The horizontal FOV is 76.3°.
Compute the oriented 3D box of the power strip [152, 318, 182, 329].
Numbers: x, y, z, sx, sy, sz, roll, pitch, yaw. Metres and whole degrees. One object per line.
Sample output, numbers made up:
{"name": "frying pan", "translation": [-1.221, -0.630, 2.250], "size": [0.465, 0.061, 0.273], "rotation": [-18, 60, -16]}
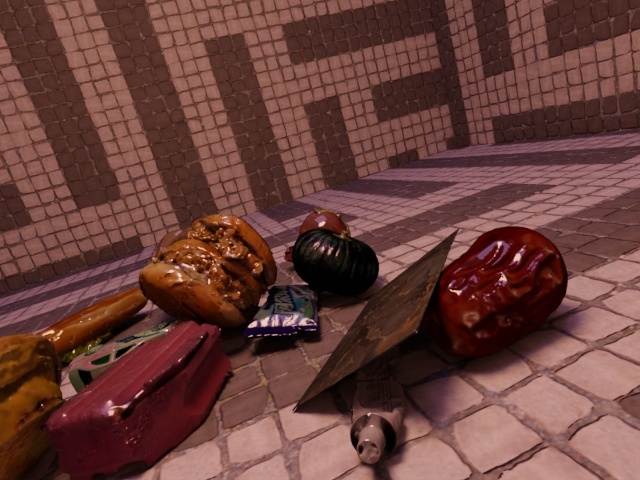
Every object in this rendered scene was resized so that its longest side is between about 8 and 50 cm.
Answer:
{"name": "power strip", "translation": [-0.358, 0.216, 0.975], "size": [0.111, 0.037, 0.029], "rotation": [-24, 17, -25]}

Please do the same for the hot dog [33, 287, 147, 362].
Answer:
{"name": "hot dog", "translation": [-0.611, 0.232, 1.078], "size": [0.135, 0.100, 0.337], "rotation": [-18, 10, 31]}

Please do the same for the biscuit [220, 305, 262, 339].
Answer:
{"name": "biscuit", "translation": [-0.187, 0.187, 0.937], "size": [0.071, 0.018, 0.147], "rotation": [-2, 18, 36]}

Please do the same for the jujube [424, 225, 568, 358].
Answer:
{"name": "jujube", "translation": [0.254, 0.075, 0.604], "size": [0.230, 0.155, 0.155], "rotation": [-27, 17, -21]}

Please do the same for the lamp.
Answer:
{"name": "lamp", "translation": [0.010, 0.004, 1.211], "size": [0.215, 0.151, 0.223], "rotation": [-1, 63, 63]}

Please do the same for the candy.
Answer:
{"name": "candy", "translation": [-0.066, 0.143, 0.878], "size": [0.145, 0.070, 0.275], "rotation": [-7, 11, 6]}

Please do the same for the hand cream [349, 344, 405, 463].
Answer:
{"name": "hand cream", "translation": [0.073, 0.200, 0.535], "size": [0.084, 0.050, 0.257], "rotation": [-12, 8, 9]}

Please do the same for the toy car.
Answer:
{"name": "toy car", "translation": [-0.365, 0.235, 0.785], "size": [0.224, 0.090, 0.076], "rotation": [-20, 15, -2]}

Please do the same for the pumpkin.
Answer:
{"name": "pumpkin", "translation": [0.033, 0.043, 0.920], "size": [0.202, 0.140, 0.202], "rotation": [16, 8, -2]}

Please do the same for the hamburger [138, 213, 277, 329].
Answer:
{"name": "hamburger", "translation": [-0.236, 0.074, 0.865], "size": [0.261, 0.245, 0.211], "rotation": [22, 57, 13]}

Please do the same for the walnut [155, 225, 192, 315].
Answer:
{"name": "walnut", "translation": [-0.327, 0.077, 1.090], "size": [0.273, 0.226, 0.273], "rotation": [-14, 20, 5]}

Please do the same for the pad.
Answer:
{"name": "pad", "translation": [0.108, 0.110, 0.664], "size": [0.247, 0.007, 0.367], "rotation": [-45, -3, 33]}

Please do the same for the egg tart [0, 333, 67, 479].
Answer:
{"name": "egg tart", "translation": [-0.459, 0.268, 0.569], "size": [0.123, 0.294, 0.294], "rotation": [29, 23, 4]}

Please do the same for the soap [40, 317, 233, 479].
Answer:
{"name": "soap", "translation": [-0.260, 0.227, 0.663], "size": [0.182, 0.112, 0.289], "rotation": [-13, 14, 12]}
